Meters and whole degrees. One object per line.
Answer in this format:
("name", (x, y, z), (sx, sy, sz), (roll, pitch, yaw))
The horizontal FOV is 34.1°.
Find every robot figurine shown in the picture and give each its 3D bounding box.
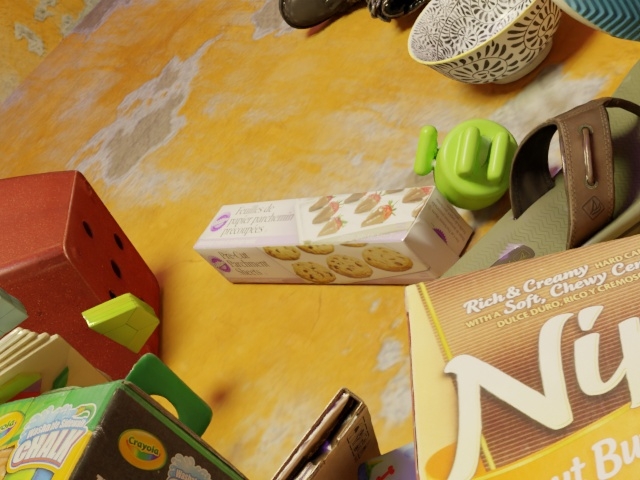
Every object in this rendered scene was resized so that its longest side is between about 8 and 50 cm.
("robot figurine", (0.130, -0.062, 0.876), (0.115, 0.101, 0.067), (81, -163, -81))

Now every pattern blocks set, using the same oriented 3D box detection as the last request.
("pattern blocks set", (-0.261, 0.148, 0.907), (0.285, 0.325, 0.026), (-42, 63, 6))

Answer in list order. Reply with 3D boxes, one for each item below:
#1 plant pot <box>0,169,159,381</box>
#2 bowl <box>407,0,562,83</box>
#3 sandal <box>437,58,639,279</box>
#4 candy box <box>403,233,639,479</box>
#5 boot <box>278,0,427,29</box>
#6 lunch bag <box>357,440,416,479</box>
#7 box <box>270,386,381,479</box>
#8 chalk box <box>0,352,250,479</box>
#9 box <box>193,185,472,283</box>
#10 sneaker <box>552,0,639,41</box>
("plant pot", (-0.318, 0.077, 1.118), (0.236, 0.267, 0.267), (-26, 31, 8))
("bowl", (0.177, -0.208, 1.028), (0.170, 0.080, 0.170), (-31, 31, 22))
("sandal", (0.184, -0.039, 0.782), (0.303, 0.086, 0.120), (-46, 28, -6))
("candy box", (0.204, 0.075, 0.502), (0.316, 0.087, 0.183), (-14, 36, 12))
("boot", (0.062, -0.332, 1.333), (0.263, 0.091, 0.229), (-34, 29, 14))
("lunch bag", (0.100, 0.179, 0.600), (0.129, 0.096, 0.151), (-30, 44, 20))
("box", (-0.018, 0.187, 0.657), (0.021, 0.201, 0.164), (33, 75, 18))
("chalk box", (-0.177, 0.227, 0.795), (0.179, 0.180, 0.289), (-16, 37, 40))
("box", (0.000, 0.000, 0.992), (0.324, 0.067, 0.063), (-1, 49, 50))
("sneaker", (0.255, -0.192, 0.794), (0.092, 0.229, 0.087), (-142, 61, -66))
